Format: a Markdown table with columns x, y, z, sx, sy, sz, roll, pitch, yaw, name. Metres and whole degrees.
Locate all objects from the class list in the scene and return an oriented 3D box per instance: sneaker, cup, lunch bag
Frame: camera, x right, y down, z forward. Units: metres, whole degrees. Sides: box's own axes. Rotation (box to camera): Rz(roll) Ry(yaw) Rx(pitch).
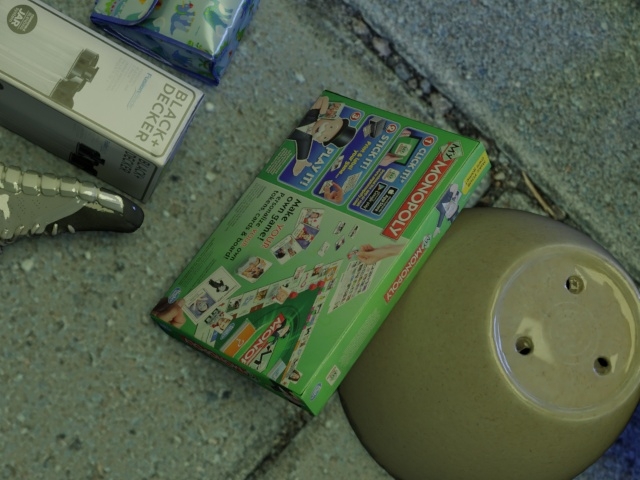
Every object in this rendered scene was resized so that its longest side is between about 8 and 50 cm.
| x | y | z | sx | sy | sz | roll | pitch | yaw | name |
| --- | --- | --- | --- | --- | --- | --- | --- | --- | --- |
| -0.299 | -0.004 | 1.199 | 0.229 | 0.086 | 0.132 | 14 | 80 | -1 | sneaker |
| 0.202 | 0.108 | 1.221 | 0.331 | 0.237 | 0.331 | 3 | 79 | -14 | cup |
| -0.152 | -0.259 | 1.280 | 0.151 | 0.096 | 0.128 | 24 | 76 | 6 | lunch bag |

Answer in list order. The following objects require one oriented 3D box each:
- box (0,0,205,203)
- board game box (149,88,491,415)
| x | y | z | sx | sy | sz | roll | pitch | yaw | name |
| --- | --- | --- | --- | --- | --- | --- | --- | --- | --- |
| -0.270 | -0.157 | 1.184 | 0.290 | 0.169 | 0.087 | 29 | 73 | -9 | box |
| 0.000 | 0.000 | 1.220 | 0.213 | 0.046 | 0.317 | 24 | 69 | 35 | board game box |
